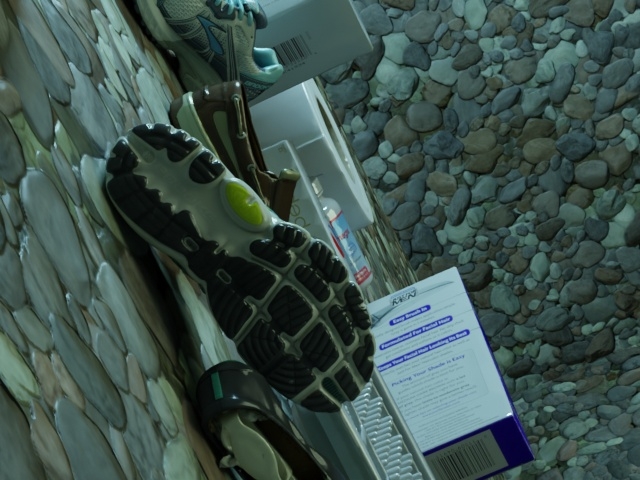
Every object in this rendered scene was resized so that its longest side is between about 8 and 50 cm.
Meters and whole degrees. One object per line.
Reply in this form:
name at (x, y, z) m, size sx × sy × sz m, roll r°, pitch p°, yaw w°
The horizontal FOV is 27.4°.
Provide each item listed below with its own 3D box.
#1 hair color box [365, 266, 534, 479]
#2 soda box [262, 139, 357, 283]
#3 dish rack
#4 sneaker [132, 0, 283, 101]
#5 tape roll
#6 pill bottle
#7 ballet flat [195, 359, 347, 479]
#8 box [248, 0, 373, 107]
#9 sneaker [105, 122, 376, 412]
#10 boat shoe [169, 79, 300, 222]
hair color box at (0.166, 0.204, 1.890) m, size 0.339 × 0.185 × 0.110 m, roll -104°, pitch 168°, yaw -52°
soda box at (-0.027, -0.014, 1.634) m, size 0.069 × 0.074 × 0.216 m, roll -32°, pitch 97°, yaw -83°
dish rack at (0.050, 0.231, 1.342) m, size 0.285 × 0.072 × 0.333 m, roll 62°, pitch 8°, yaw -4°
sneaker at (-0.132, -0.262, 1.483) m, size 0.283 × 0.122 × 0.110 m, roll 58°, pitch 10°, yaw -50°
tape roll at (-0.020, -0.134, 1.994) m, size 0.286 × 0.100 × 0.286 m, roll -23°, pitch 90°, yaw -83°
pill bottle at (0.000, 0.000, 1.737) m, size 0.087 × 0.087 × 0.160 m, roll -91°, pitch 155°, yaw -73°
ballet flat at (-0.029, 0.180, 0.993) m, size 0.203 × 0.074 × 0.074 m, roll 56°, pitch 10°, yaw -23°
box at (-0.099, -0.380, 1.758) m, size 0.168 × 0.215 × 0.345 m, roll 53°, pitch 15°, yaw -63°
sneaker at (-0.058, 0.016, 1.040) m, size 0.275 × 0.107 × 0.110 m, roll 50°, pitch -6°, yaw 3°
boat shoe at (-0.064, -0.046, 1.375) m, size 0.095 × 0.095 × 0.257 m, roll -74°, pitch 139°, yaw -79°
